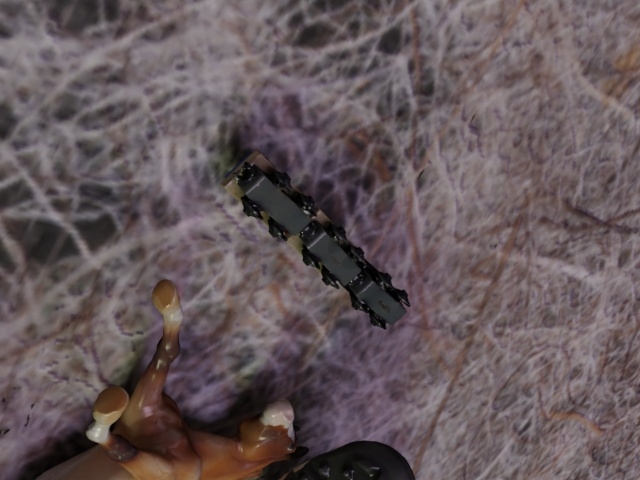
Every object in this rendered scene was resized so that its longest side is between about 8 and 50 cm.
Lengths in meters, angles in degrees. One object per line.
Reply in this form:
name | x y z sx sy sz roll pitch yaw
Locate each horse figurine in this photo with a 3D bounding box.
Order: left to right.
horse figurine | -0.121 0.132 0.480 0.263 0.066 0.174 -41 154 -21

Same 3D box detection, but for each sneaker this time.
sneaker | 0.007 0.189 0.621 0.106 0.078 0.234 -20 145 -46

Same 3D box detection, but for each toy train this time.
toy train | 0.000 0.000 0.520 0.027 0.036 0.158 -42 139 4
